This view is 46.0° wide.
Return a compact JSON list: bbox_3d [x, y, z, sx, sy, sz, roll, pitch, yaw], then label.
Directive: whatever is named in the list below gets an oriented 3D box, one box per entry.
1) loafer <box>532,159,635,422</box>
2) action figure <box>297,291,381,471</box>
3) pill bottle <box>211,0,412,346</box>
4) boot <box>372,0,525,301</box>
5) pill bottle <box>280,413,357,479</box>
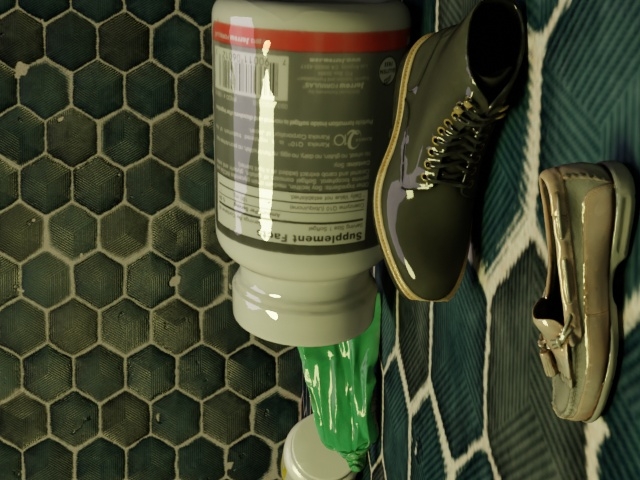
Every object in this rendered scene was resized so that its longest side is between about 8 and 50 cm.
[{"bbox_3d":[0.113,0.025,0.349,0.045,0.039,0.125,-110,21,-74],"label":"loafer"},{"bbox_3d":[0.030,0.189,0.988,0.063,0.137,0.232,-10,-88,-72],"label":"action figure"},{"bbox_3d":[-0.014,-0.082,0.841,0.210,0.210,0.363,-102,13,-67],"label":"pill bottle"},{"bbox_3d":[0.087,-0.056,0.506,0.137,0.076,0.198,169,100,-80],"label":"boot"},{"bbox_3d":[0.000,0.336,1.161,0.208,0.119,0.119,101,168,-64],"label":"pill bottle"}]
